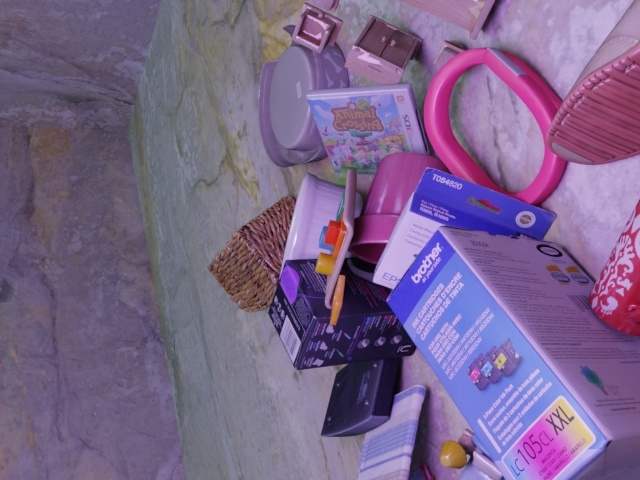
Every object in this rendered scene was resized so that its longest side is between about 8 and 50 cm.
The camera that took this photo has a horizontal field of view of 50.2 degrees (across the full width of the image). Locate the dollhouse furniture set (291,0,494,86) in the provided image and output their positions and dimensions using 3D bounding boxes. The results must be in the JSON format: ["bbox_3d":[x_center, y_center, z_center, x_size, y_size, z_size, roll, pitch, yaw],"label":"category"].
[{"bbox_3d":[0.155,-0.471,1.189,0.174,0.303,0.356,-65,0,-52],"label":"dollhouse furniture set"}]

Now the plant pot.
[{"bbox_3d":[0.160,-0.053,1.246,0.201,0.201,0.180,-18,60,61],"label":"plant pot"}]

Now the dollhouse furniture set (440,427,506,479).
[{"bbox_3d":[0.247,0.476,0.972,0.303,0.198,0.287,34,123,32],"label":"dollhouse furniture set"}]

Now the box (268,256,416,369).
[{"bbox_3d":[0.059,0.136,1.341,0.165,0.270,0.143,60,141,43],"label":"box"}]

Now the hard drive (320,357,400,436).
[{"bbox_3d":[0.086,0.335,1.468,0.254,0.054,0.172,-45,24,56],"label":"hard drive"}]

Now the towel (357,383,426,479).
[{"bbox_3d":[0.128,0.430,1.319,0.209,0.034,0.285,-50,19,53],"label":"towel"}]

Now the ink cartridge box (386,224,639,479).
[{"bbox_3d":[0.275,0.128,0.898,0.151,0.269,0.395,-57,45,30],"label":"ink cartridge box"}]

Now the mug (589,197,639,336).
[{"bbox_3d":[0.397,0.033,0.830,0.113,0.150,0.169,41,135,30],"label":"mug"}]

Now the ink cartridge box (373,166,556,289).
[{"bbox_3d":[0.224,0.016,1.089,0.045,0.223,0.224,-74,4,-52],"label":"ink cartridge box"}]

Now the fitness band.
[{"bbox_3d":[0.279,-0.182,1.104,0.291,0.054,0.209,57,140,28],"label":"fitness band"}]

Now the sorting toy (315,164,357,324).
[{"bbox_3d":[0.025,-0.005,1.218,0.348,0.047,0.196,-83,4,-53],"label":"sorting toy"}]

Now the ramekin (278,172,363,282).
[{"bbox_3d":[0.000,0.000,1.504,0.277,0.135,0.277,-167,90,-85],"label":"ramekin"}]

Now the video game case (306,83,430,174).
[{"bbox_3d":[0.095,-0.206,1.304,0.212,0.023,0.193,4,135,30],"label":"video game case"}]

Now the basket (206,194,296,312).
[{"bbox_3d":[-0.141,0.050,1.916,0.213,0.223,0.299,50,145,1],"label":"basket"}]

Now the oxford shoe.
[{"bbox_3d":[0.419,-0.237,0.831,0.397,0.140,0.147,126,166,-56],"label":"oxford shoe"}]

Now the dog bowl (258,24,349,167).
[{"bbox_3d":[-0.045,-0.353,1.701,0.348,0.102,0.349,8,99,62],"label":"dog bowl"}]

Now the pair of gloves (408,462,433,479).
[{"bbox_3d":[0.172,0.465,1.408,0.198,0.023,0.159,-112,32,-41],"label":"pair of gloves"}]
